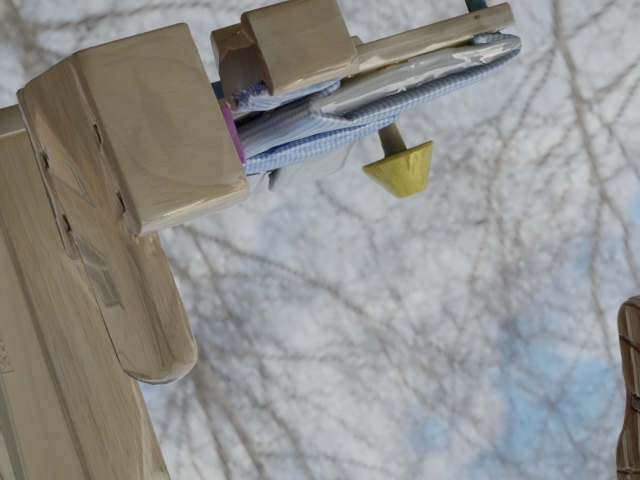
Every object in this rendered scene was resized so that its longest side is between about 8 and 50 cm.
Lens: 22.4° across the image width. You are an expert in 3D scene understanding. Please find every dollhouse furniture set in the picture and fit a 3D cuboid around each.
[{"bbox_3d":[0.000,0.000,0.760,0.303,0.198,0.286,-20,-177,-30],"label":"dollhouse furniture set"}]

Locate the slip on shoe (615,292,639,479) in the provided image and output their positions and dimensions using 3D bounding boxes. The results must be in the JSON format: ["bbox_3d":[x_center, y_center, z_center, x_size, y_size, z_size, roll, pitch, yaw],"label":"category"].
[{"bbox_3d":[0.169,0.084,0.771,0.041,0.135,0.051,-17,-157,-22],"label":"slip on shoe"}]
